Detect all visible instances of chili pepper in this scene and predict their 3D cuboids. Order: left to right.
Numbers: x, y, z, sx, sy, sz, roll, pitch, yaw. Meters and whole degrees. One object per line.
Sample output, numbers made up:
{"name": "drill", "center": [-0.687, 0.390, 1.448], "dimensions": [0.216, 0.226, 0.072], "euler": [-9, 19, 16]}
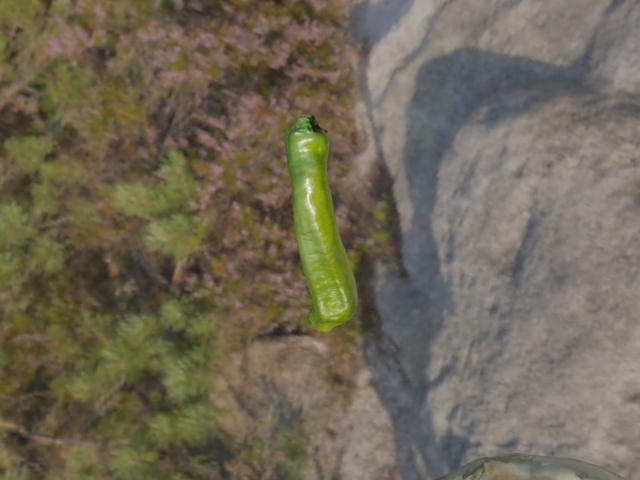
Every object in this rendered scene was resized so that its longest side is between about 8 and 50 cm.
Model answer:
{"name": "chili pepper", "center": [0.001, 0.000, 0.362], "dimensions": [0.030, 0.017, 0.083], "euler": [-98, 1, -59]}

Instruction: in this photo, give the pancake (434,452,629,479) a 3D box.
{"name": "pancake", "center": [0.166, 0.295, 0.645], "dimensions": [0.387, 0.082, 0.387], "euler": [37, 138, 43]}
